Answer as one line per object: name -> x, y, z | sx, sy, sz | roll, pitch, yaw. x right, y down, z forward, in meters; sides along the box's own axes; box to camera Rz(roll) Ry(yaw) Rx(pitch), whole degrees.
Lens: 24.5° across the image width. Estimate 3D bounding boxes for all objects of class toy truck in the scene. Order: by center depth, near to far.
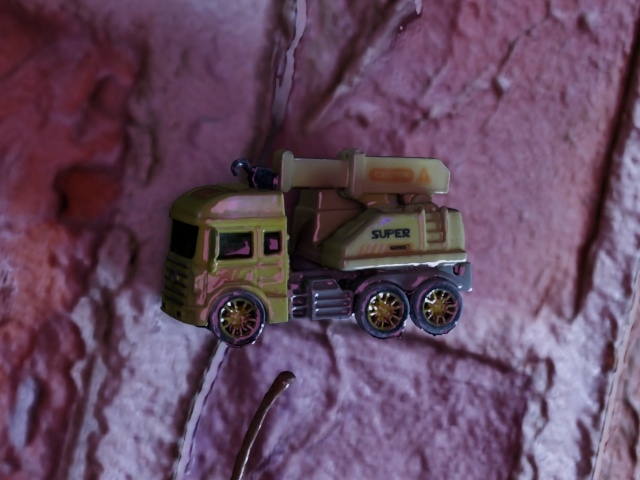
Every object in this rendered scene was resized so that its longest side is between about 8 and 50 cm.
toy truck -> 0.000, 0.000, 0.800 | 0.168, 0.077, 0.100 | -2, 96, -20

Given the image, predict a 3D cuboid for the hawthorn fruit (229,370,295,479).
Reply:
hawthorn fruit -> -0.052, 0.210, 0.747 | 0.165, 0.165, 0.286 | -6, 98, -21
